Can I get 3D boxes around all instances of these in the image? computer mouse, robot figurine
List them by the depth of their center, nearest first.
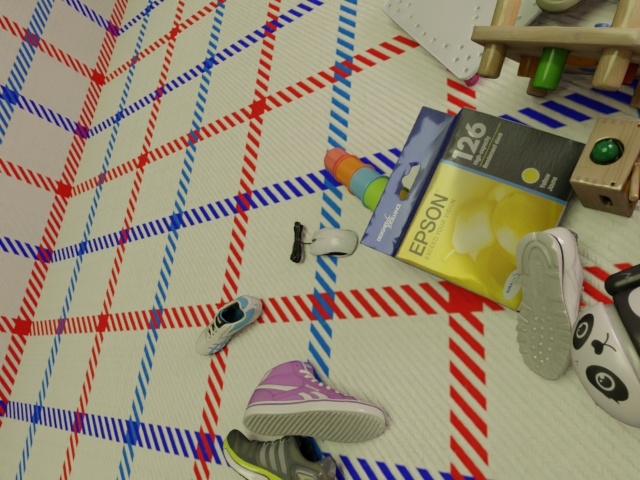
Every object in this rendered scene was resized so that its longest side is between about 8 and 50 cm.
[{"bbox_3d":[0.457,0.124,0.562,0.278,0.209,0.173,-28,91,28],"label":"robot figurine"},{"bbox_3d":[0.000,0.000,1.097,0.193,0.042,0.105,-4,68,39],"label":"computer mouse"}]

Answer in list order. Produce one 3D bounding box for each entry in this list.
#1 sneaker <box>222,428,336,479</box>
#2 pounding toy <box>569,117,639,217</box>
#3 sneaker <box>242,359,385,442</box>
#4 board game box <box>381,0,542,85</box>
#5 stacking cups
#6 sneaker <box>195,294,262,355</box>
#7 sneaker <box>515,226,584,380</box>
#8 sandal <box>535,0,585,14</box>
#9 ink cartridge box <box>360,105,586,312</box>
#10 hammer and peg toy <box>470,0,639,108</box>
[{"bbox_3d":[-0.081,0.448,0.943,0.300,0.111,0.121,11,62,41],"label":"sneaker"},{"bbox_3d":[0.450,-0.103,0.692,0.100,0.141,0.130,24,88,43],"label":"pounding toy"},{"bbox_3d":[-0.005,0.306,0.930,0.283,0.102,0.161,-1,32,17],"label":"sneaker"},{"bbox_3d":[0.374,-0.582,1.031,0.390,0.050,0.389,-42,50,18],"label":"board game box"},{"bbox_3d":[0.104,-0.115,1.027,0.096,0.096,0.316,-55,45,8],"label":"stacking cups"},{"bbox_3d":[-0.252,0.215,1.187,0.237,0.086,0.085,-41,52,21],"label":"sneaker"},{"bbox_3d":[0.362,0.097,0.708,0.090,0.095,0.234,10,104,54],"label":"sneaker"},{"bbox_3d":[0.491,-0.558,0.828,0.120,0.086,0.302,29,91,43],"label":"sandal"},{"bbox_3d":[0.260,-0.075,0.821,0.308,0.072,0.303,24,89,18],"label":"ink cartridge box"},{"bbox_3d":[0.451,-0.278,0.708,0.361,0.266,0.127,27,112,43],"label":"hammer and peg toy"}]
